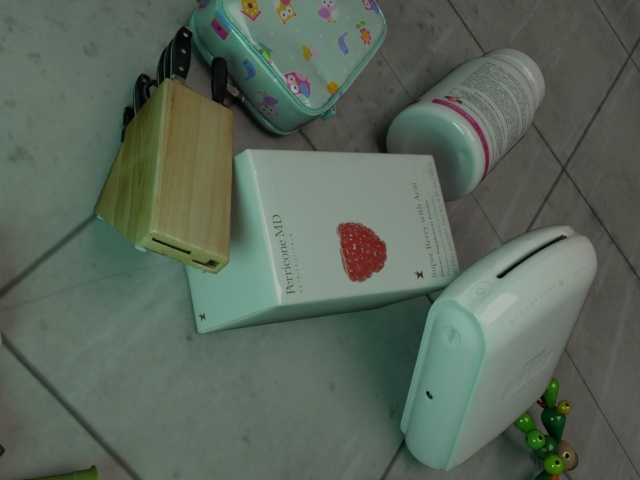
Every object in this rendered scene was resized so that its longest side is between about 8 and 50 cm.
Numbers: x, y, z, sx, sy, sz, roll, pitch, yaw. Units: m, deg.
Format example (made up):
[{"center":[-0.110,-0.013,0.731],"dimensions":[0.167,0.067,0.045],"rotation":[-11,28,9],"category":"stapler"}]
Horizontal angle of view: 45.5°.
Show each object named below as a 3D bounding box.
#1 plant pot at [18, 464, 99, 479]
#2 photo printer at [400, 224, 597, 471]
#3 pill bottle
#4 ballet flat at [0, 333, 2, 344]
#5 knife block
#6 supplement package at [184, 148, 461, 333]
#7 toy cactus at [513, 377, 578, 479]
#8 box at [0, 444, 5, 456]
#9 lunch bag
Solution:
[{"center":[-0.255,0.252,0.713],"dimensions":[0.079,0.083,0.083],"rotation":[10,68,-24],"category":"plant pot"},{"center":[0.234,0.130,0.997],"dimensions":[0.256,0.307,0.107],"rotation":[-26,49,-34],"category":"photo printer"},{"center":[0.241,-0.194,1.212],"dimensions":[0.283,0.160,0.160],"rotation":[-42,102,-40],"category":"pill bottle"},{"center":[-0.335,0.112,0.700],"dimensions":[0.073,0.080,0.232],"rotation":[24,70,-41],"category":"ballet flat"},{"center":[-0.146,-0.112,0.824],"dimensions":[0.088,0.276,0.242],"rotation":[22,91,-31],"category":"knife block"},{"center":[0.000,0.000,0.937],"dimensions":[0.293,0.175,0.177],"rotation":[-4,78,-40],"category":"supplement package"},{"center":[0.342,0.326,1.169],"dimensions":[0.180,0.112,0.219],"rotation":[34,51,-48],"category":"toy cactus"},{"center":[-0.316,0.178,0.643],"dimensions":[0.067,0.018,0.083],"rotation":[-56,133,-38],"category":"box"},{"center":[-0.036,-0.285,1.055],"dimensions":[0.224,0.108,0.279],"rotation":[51,51,-19],"category":"lunch bag"}]
